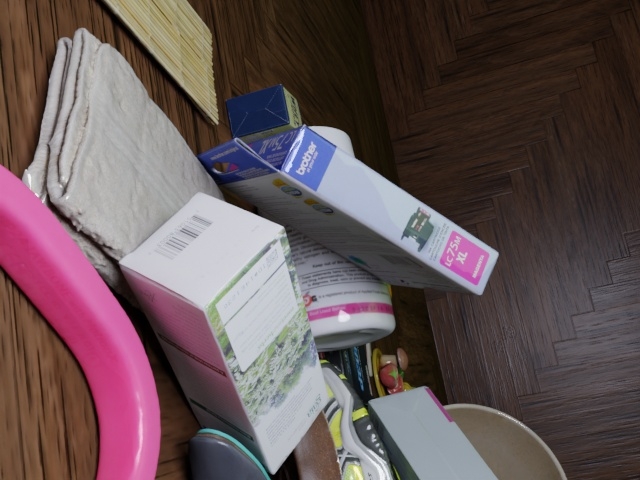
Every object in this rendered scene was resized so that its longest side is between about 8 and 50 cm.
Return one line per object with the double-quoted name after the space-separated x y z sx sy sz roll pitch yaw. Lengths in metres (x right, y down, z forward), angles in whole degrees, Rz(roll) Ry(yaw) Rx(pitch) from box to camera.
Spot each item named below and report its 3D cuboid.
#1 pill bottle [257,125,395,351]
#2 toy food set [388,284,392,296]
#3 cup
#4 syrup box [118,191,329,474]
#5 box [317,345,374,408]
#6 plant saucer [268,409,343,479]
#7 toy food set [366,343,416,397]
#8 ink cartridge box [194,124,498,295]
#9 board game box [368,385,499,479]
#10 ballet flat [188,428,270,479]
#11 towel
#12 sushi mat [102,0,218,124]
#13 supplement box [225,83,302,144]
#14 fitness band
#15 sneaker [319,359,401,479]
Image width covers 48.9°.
0.000 0.000 0.961 0.160 0.160 0.283 40 38 -68 "pill bottle"
0.087 0.061 1.337 0.232 0.111 0.104 83 1 -61 "toy food set"
0.275 0.515 1.336 0.237 0.331 0.331 98 -7 -47 "cup"
-0.070 0.086 0.597 0.093 0.096 0.237 -47 144 -31 "syrup box"
0.028 0.161 1.147 0.175 0.051 0.220 44 34 -65 "box"
-0.022 0.254 0.739 0.198 0.036 0.198 174 -90 -71 "plant saucer"
0.162 0.293 1.512 0.128 0.071 0.218 -88 159 -49 "toy food set"
0.018 -0.036 0.758 0.311 0.186 0.065 28 78 -23 "ink cartridge box"
0.148 0.390 0.960 0.224 0.097 0.303 -126 -149 -53 "board game box"
-0.072 0.243 0.634 0.203 0.074 0.074 70 13 -48 "ballet flat"
-0.153 -0.028 0.623 0.282 0.049 0.187 60 23 -52 "towel"
-0.190 -0.264 0.762 0.316 0.019 0.151 48 32 -62 "sushi mat"
-0.076 -0.171 0.990 0.083 0.083 0.056 20 59 -75 "supplement box"
-0.176 0.082 0.404 0.209 0.054 0.291 -88 160 -50 "fitness band"
0.027 0.307 0.840 0.385 0.147 0.145 63 -1 43 "sneaker"
